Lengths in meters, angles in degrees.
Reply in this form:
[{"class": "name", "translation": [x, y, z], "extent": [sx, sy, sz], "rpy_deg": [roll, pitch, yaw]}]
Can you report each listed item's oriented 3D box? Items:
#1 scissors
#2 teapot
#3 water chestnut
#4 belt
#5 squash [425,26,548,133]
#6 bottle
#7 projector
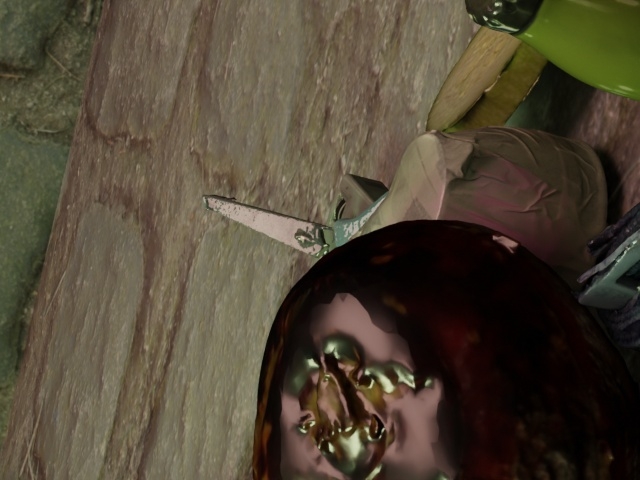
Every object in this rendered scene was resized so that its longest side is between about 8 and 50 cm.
[{"class": "scissors", "translation": [0.001, 0.000, 1.824], "extent": [0.360, 0.029, 0.191], "rpy_deg": [20, 99, 40]}, {"class": "teapot", "translation": [0.134, -0.024, 1.532], "extent": [0.221, 0.178, 0.163], "rpy_deg": [167, 114, -67]}, {"class": "water chestnut", "translation": [0.115, 0.142, 1.389], "extent": [0.350, 0.302, 0.350], "rpy_deg": [8, 103, 38]}, {"class": "belt", "translation": [0.278, 0.009, 1.238], "extent": [0.218, 0.128, 0.122], "rpy_deg": [131, 144, -51]}, {"class": "squash", "translation": [0.179, -0.179, 1.613], "extent": [0.219, 0.041, 0.219], "rpy_deg": [-54, 11, 15]}, {"class": "bottle", "translation": [0.233, -0.161, 1.263], "extent": [0.112, 0.260, 0.112], "rpy_deg": [-167, 90, -68]}, {"class": "projector", "translation": [0.045, 0.016, 1.875], "extent": [0.147, 0.061, 0.115], "rpy_deg": [-70, 25, 16]}]
